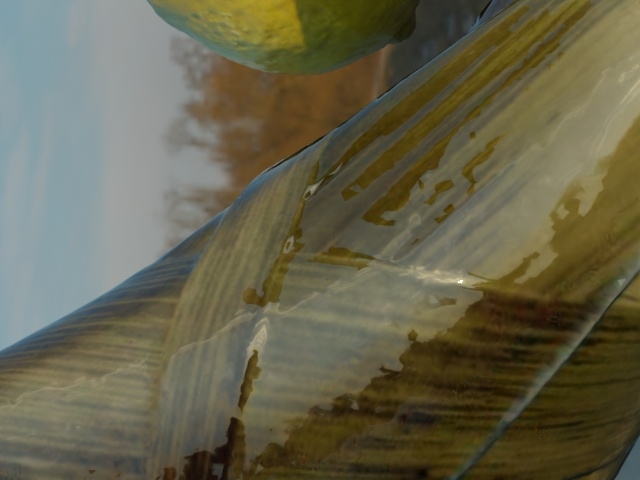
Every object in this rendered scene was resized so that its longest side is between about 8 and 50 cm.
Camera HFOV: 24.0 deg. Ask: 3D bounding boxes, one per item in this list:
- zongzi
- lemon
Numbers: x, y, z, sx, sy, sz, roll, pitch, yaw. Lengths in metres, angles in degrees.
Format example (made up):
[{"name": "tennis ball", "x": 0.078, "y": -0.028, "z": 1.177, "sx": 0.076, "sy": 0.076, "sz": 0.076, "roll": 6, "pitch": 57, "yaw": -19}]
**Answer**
[{"name": "zongzi", "x": 0.000, "y": 0.000, "z": 0.422, "sx": 0.221, "sy": 0.242, "sz": 0.112, "roll": -66, "pitch": 25, "yaw": 24}, {"name": "lemon", "x": -0.039, "y": -0.245, "z": 1.068, "sx": 0.233, "sy": 0.288, "sz": 0.233, "roll": -48, "pitch": 4, "yaw": 4}]
